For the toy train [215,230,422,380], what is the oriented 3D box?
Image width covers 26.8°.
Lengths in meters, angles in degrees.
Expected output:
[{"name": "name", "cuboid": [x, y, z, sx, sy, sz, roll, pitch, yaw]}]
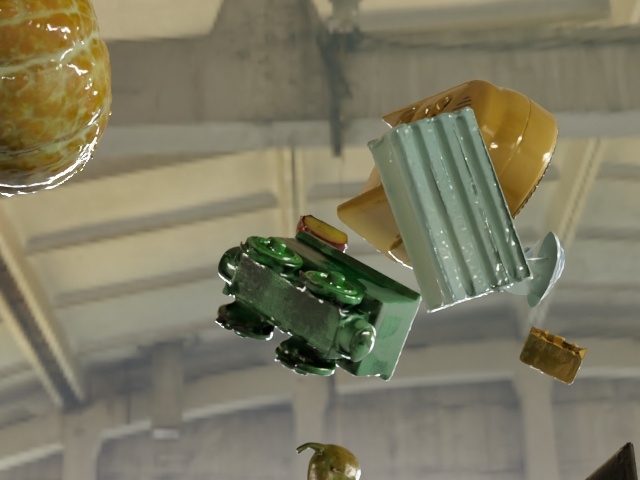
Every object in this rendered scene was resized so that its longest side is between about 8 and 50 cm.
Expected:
[{"name": "toy train", "cuboid": [-0.015, 0.087, 1.826, 0.266, 0.145, 0.202, 29, 15, 33]}]

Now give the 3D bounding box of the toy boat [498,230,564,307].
[{"name": "toy boat", "cuboid": [0.284, 0.051, 1.841, 0.034, 0.149, 0.105, 23, -51, 41]}]

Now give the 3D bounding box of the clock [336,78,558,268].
[{"name": "clock", "cuboid": [0.197, -0.102, 1.929, 0.200, 0.244, 0.317, 31, -25, -16]}]

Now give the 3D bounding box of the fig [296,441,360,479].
[{"name": "fig", "cuboid": [0.014, 0.333, 1.981, 0.084, 0.098, 0.082, -22, 15, -7]}]

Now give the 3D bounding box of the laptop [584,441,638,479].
[{"name": "laptop", "cuboid": [0.308, 0.327, 1.565, 0.016, 0.129, 0.180, 33, -59, -14]}]

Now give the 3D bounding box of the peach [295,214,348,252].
[{"name": "peach", "cuboid": [0.000, 0.000, 2.038, 0.077, 0.050, 0.083, -6, -52, 17]}]

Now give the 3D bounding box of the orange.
[{"name": "orange", "cuboid": [-0.373, -0.210, 1.533, 0.249, 0.329, 0.329, -12, -24, -12]}]

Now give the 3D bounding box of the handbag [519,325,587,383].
[{"name": "handbag", "cuboid": [0.321, 0.158, 1.860, 0.083, 0.027, 0.061, 26, -43, 10]}]

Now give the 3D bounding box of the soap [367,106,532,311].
[{"name": "soap", "cuboid": [0.136, -0.033, 1.424, 0.114, 0.198, 0.063, -14, -8, -28]}]
